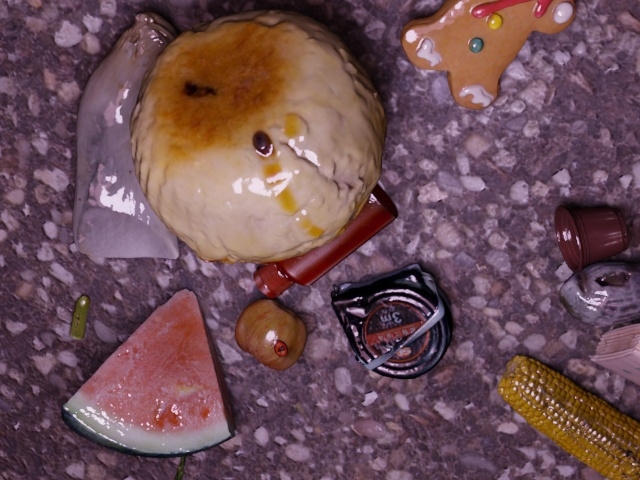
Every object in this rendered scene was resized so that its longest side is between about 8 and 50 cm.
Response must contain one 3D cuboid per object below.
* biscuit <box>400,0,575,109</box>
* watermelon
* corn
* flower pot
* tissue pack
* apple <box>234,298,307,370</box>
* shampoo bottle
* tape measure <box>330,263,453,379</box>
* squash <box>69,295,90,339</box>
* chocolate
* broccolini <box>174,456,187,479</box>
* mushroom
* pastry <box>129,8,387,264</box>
[{"bbox_3d":[0.272,-0.357,1.410,0.216,0.047,0.340,33,113,-25],"label":"biscuit"},{"bbox_3d":[-0.279,0.257,1.652,0.282,0.250,0.293,7,112,4],"label":"watermelon"},{"bbox_3d":[0.435,0.307,1.629,0.317,0.115,0.115,33,112,-3],"label":"corn"},{"bbox_3d":[0.428,-0.011,1.522,0.089,0.111,0.111,-14,108,-1],"label":"flower pot"},{"bbox_3d":[0.613,0.231,1.542,0.325,0.170,0.071,27,79,-1],"label":"tissue pack"},{"bbox_3d":[-0.083,0.158,1.655,0.126,0.126,0.102,33,87,-4],"label":"apple"},{"bbox_3d":[0.000,0.000,1.609,0.260,0.064,0.102,-40,100,20],"label":"shampoo bottle"},{"bbox_3d":[0.129,0.138,1.617,0.182,0.107,0.181,-15,104,15],"label":"tape measure"},{"bbox_3d":[-0.432,0.136,1.749,0.027,0.027,0.083,16,111,3],"label":"squash"},{"bbox_3d":[0.502,0.079,1.536,0.247,0.110,0.110,-5,109,11],"label":"chocolate"},{"bbox_3d":[-0.263,0.411,1.826,0.035,0.030,0.140,24,117,10],"label":"broccolini"},{"bbox_3d":[-0.311,-0.168,1.569,0.177,0.126,0.397,3,110,-2],"label":"mushroom"},{"bbox_3d":[-0.084,-0.140,1.428,0.388,0.313,0.389,-6,68,14],"label":"pastry"}]
